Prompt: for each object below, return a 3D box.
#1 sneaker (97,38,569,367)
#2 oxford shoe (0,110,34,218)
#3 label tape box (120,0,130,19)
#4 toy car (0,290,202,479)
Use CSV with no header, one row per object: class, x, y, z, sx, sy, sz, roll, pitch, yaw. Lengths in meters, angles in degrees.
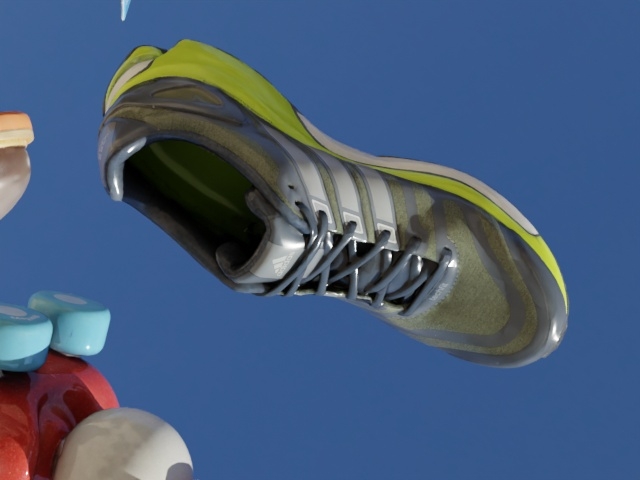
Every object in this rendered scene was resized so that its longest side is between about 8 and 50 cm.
sneaker,0.000,0.000,0.998,0.300,0.121,0.111,25,-60,-2
oxford shoe,-0.251,0.055,0.951,0.363,0.130,0.133,-38,-104,39
label tape box,-0.224,-0.412,1.611,0.115,0.348,0.249,2,-143,3
toy car,-0.178,0.180,1.440,0.238,0.210,0.219,16,-82,17
